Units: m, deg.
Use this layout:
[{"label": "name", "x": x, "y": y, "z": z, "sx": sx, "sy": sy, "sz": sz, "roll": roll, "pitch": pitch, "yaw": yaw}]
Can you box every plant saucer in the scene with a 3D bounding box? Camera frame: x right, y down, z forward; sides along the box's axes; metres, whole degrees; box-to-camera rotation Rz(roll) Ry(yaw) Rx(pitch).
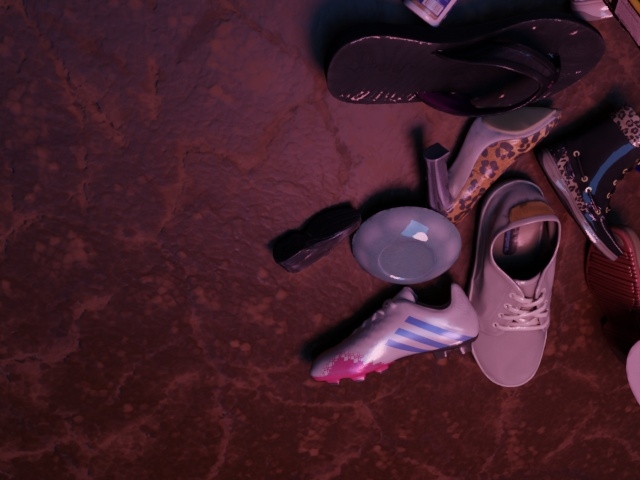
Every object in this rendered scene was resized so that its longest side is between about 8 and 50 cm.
[{"label": "plant saucer", "x": 0.152, "y": 0.024, "z": 1.211, "sx": 0.195, "sy": 0.037, "sz": 0.195, "roll": 3, "pitch": 135, "yaw": 3}]

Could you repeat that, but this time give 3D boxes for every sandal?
[{"label": "sandal", "x": 0.229, "y": -0.248, "z": 1.053, "sx": 0.446, "sy": 0.107, "sz": 0.167, "roll": -6, "pitch": 144, "yaw": -9}]

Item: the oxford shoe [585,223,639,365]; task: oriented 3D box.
[{"label": "oxford shoe", "x": 0.613, "y": 0.094, "z": 1.332, "sx": 0.130, "sy": 0.123, "sz": 0.348, "roll": -33, "pitch": 123, "yaw": -14}]

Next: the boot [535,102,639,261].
[{"label": "boot", "x": 0.504, "y": -0.098, "z": 1.175, "sx": 0.179, "sy": 0.085, "sz": 0.236, "roll": -34, "pitch": 94, "yaw": 17}]

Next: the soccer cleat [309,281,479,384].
[{"label": "soccer cleat", "x": 0.129, "y": 0.168, "z": 1.292, "sx": 0.331, "sy": 0.116, "sz": 0.143, "roll": -16, "pitch": 93, "yaw": 4}]

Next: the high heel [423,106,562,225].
[{"label": "high heel", "x": 0.297, "y": -0.124, "z": 1.186, "sx": 0.261, "sy": 0.093, "sz": 0.186, "roll": -22, "pitch": 136, "yaw": -7}]

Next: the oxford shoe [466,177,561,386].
[{"label": "oxford shoe", "x": 0.362, "y": 0.107, "z": 1.275, "sx": 0.169, "sy": 0.130, "sz": 0.449, "roll": -9, "pitch": 119, "yaw": -7}]

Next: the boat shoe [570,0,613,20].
[{"label": "boat shoe", "x": 0.534, "y": -0.432, "z": 1.036, "sx": 0.320, "sy": 0.118, "sz": 0.103, "roll": -17, "pitch": 117, "yaw": 10}]

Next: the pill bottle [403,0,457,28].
[{"label": "pill bottle", "x": 0.185, "y": -0.386, "z": 1.026, "sx": 0.067, "sy": 0.067, "sz": 0.120, "roll": 31, "pitch": 108, "yaw": -22}]

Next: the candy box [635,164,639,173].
[{"label": "candy box", "x": 0.733, "y": -0.097, "z": 1.150, "sx": 0.317, "sy": 0.268, "sz": 0.122, "roll": 10, "pitch": 119, "yaw": -13}]

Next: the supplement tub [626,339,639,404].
[{"label": "supplement tub", "x": 0.749, "y": 0.203, "z": 1.236, "sx": 0.331, "sy": 0.241, "sz": 0.241, "roll": -21, "pitch": 121, "yaw": -23}]

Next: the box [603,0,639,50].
[{"label": "box", "x": 0.529, "y": -0.447, "z": 0.954, "sx": 0.322, "sy": 0.257, "sz": 0.079, "roll": -27, "pitch": 160, "yaw": 4}]

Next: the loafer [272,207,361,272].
[{"label": "loafer", "x": 0.000, "y": 0.000, "z": 1.206, "sx": 0.170, "sy": 0.062, "sz": 0.061, "roll": -28, "pitch": 140, "yaw": 9}]
